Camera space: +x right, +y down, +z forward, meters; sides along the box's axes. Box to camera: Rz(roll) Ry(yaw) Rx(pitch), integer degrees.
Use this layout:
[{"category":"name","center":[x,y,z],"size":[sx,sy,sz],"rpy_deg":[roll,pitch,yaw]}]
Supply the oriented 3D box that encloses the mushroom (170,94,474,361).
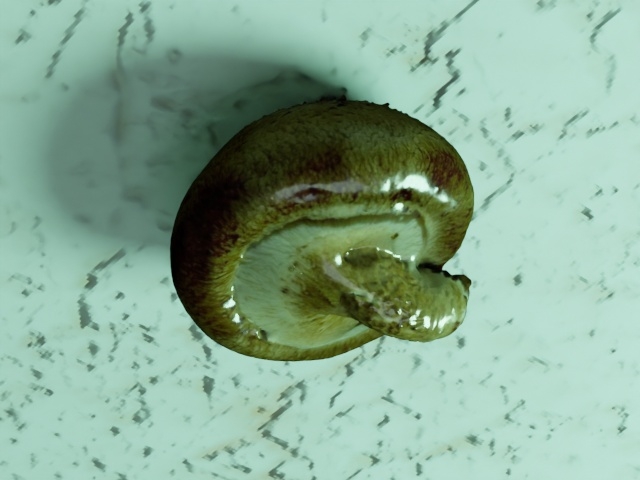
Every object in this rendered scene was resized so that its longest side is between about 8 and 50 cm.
[{"category":"mushroom","center":[0.000,0.000,0.719],"size":[0.127,0.087,0.127],"rpy_deg":[-11,139,-10]}]
